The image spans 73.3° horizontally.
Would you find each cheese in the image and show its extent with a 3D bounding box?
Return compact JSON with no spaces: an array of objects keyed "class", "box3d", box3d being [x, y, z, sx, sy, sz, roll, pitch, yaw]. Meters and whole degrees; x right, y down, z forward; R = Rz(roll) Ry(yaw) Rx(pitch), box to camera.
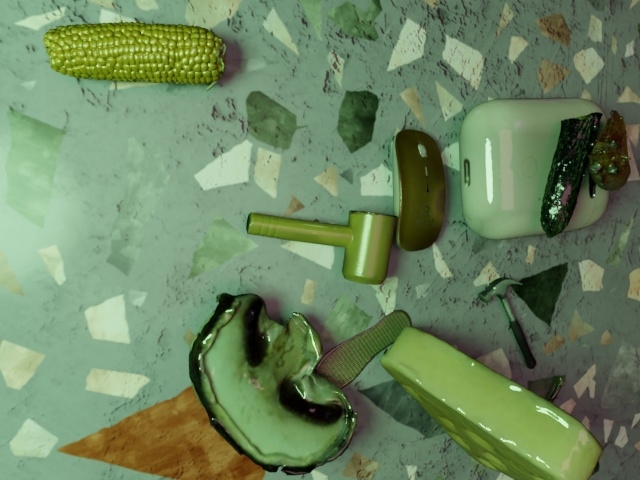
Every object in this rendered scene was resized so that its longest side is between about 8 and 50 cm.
[{"class":"cheese","box3d":[0.324,0.355,0.850,0.384,0.384,0.104,48,71,-16]}]

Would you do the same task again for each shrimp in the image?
[{"class":"shrimp","box3d":[0.528,-0.163,0.782,0.294,0.062,0.154,-14,103,-53]}]

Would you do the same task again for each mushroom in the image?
[{"class":"mushroom","box3d":[-0.090,0.249,0.768,0.344,0.130,0.247,43,64,-18]}]

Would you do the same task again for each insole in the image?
[{"class":"insole","box3d":[0.085,0.227,0.883,0.253,0.005,0.086,-34,104,-14]}]

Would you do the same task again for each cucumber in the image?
[{"class":"cucumber","box3d":[0.461,-0.125,0.808,0.067,0.067,0.245,17,89,-20]}]

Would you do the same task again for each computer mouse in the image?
[{"class":"computer mouse","box3d":[0.194,-0.100,0.863,0.126,0.056,0.245,-3,93,-33]}]

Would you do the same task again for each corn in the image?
[{"class":"corn","box3d":[-0.280,-0.292,0.673,0.260,0.091,0.091,-6,61,-18]}]

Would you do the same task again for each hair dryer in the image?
[{"class":"hair dryer","box3d":[0.000,0.000,0.804,0.279,0.090,0.135,8,94,-13]}]

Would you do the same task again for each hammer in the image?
[{"class":"hammer","box3d":[0.456,0.194,1.000,0.103,0.029,0.246,-34,105,-13]}]

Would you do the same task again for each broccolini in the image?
[{"class":"broccolini","box3d":[0.534,0.414,1.044,0.194,0.054,0.052,-49,138,-17]}]

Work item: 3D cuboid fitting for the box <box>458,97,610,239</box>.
[{"class":"box","box3d":[0.456,-0.154,0.912,0.349,0.141,0.288,-6,95,-19]}]
